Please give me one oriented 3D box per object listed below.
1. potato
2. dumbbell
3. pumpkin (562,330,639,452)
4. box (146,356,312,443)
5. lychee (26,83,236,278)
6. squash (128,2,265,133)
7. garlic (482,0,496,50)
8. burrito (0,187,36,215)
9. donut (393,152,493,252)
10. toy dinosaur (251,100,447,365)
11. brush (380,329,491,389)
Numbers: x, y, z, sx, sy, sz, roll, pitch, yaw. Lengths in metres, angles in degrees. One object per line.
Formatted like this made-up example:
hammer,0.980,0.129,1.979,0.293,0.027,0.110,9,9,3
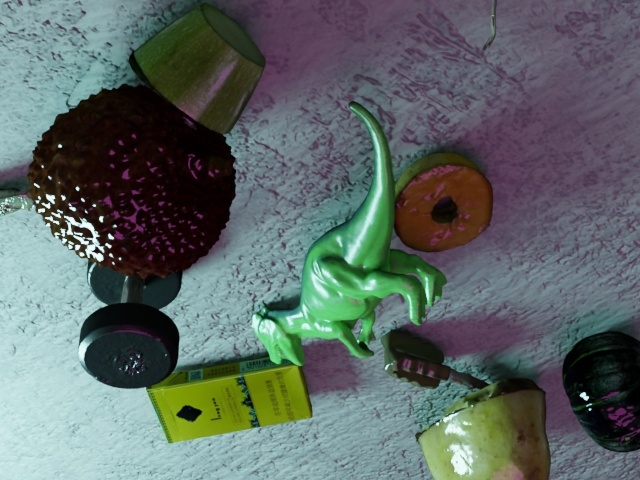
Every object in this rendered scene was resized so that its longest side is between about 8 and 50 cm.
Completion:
potato,0.319,0.404,2.117,0.285,0.243,0.242,-31,130,29
dumbbell,-0.292,0.105,1.782,0.152,0.218,0.153,-3,134,-3
pumpkin,0.522,0.267,2.029,0.161,0.221,0.220,-26,132,22
box,-0.162,0.287,2.076,0.278,0.041,0.153,-10,132,3
lychee,-0.253,-0.084,1.573,0.304,0.276,0.276,-10,137,27
squash,-0.154,-0.229,1.518,0.170,0.170,0.123,35,111,-33
garlic,0.200,-0.364,1.397,0.207,0.257,0.207,-25,175,-2
burrito,-0.507,-0.052,1.730,0.171,0.042,0.051,-13,144,8
donut,0.187,-0.065,1.777,0.162,0.065,0.178,-3,133,-7
toy dinosaur,0.000,0.000,1.796,0.374,0.144,0.500,0,124,33
brush,0.230,0.240,2.080,0.301,0.084,0.071,24,131,-33
